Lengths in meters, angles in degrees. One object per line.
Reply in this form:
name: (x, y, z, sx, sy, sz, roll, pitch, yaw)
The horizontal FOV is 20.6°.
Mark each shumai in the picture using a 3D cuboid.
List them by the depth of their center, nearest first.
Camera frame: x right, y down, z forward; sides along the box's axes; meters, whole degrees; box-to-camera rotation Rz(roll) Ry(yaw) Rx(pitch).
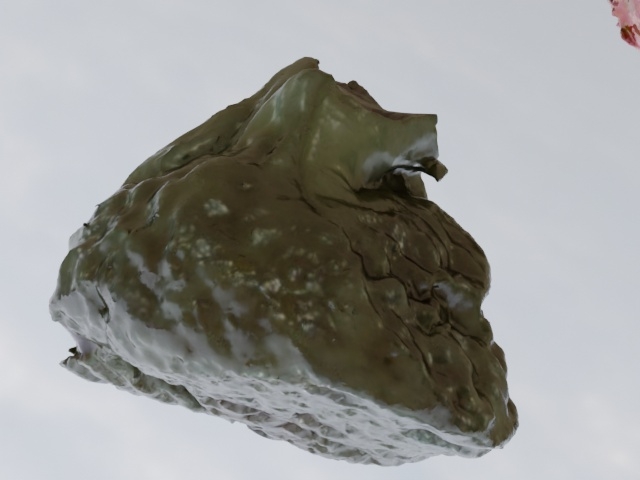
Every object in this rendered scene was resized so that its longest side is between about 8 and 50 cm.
shumai: (-0.001, 0.002, 0.938, 0.255, 0.218, 0.189, 21, 155, -18)

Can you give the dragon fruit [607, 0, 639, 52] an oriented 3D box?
dragon fruit: (0.322, -0.213, 1.397, 0.268, 0.205, 0.210, 20, -131, -49)
